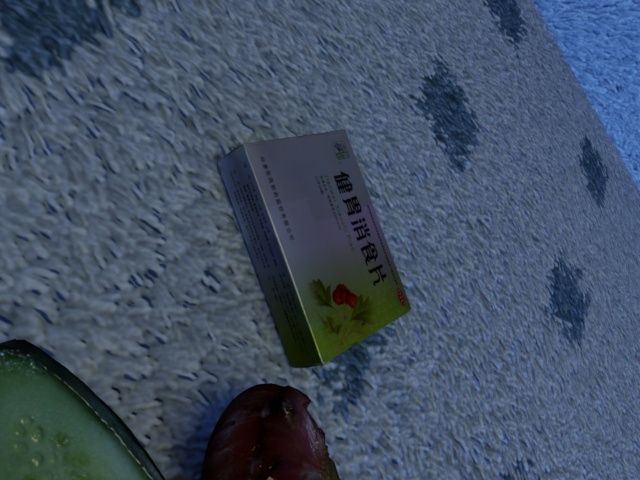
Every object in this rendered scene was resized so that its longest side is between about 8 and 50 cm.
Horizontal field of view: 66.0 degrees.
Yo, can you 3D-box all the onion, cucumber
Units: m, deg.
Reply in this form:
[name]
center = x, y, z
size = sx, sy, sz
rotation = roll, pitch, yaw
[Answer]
[onion]
center = -0.053, 0.228, 0.441
size = 0.147, 0.184, 0.183
rotation = -25, 94, -1
[cucumber]
center = -0.184, 0.179, 0.381
size = 0.115, 0.063, 0.243
rotation = -27, 98, -7

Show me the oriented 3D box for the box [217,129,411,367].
[box]
center = 0.000, 0.001, 0.608
size = 0.175, 0.062, 0.260
rotation = -20, 89, -43
